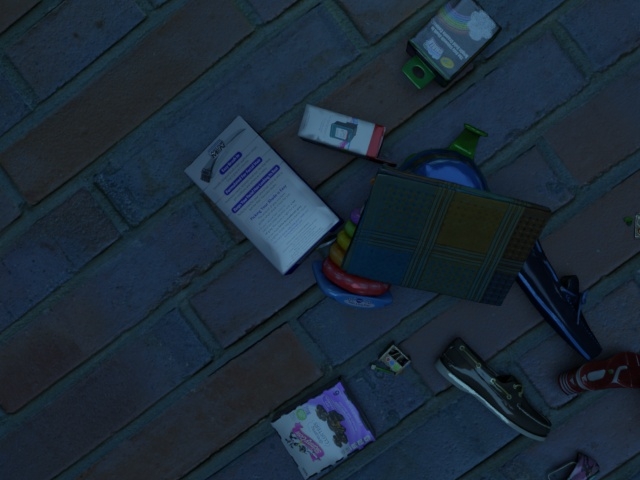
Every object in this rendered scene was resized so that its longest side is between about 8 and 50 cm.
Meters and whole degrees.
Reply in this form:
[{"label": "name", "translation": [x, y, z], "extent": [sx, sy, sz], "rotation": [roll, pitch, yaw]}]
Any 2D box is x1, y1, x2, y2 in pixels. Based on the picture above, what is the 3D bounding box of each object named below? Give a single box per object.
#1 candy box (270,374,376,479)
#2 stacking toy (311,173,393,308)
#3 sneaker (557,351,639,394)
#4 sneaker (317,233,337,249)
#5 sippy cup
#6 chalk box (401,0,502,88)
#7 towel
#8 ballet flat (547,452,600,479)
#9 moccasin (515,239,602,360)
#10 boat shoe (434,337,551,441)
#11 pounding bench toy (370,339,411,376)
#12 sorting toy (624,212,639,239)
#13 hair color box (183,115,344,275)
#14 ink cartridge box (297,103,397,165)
[{"label": "candy box", "translation": [0.007, 0.444, 1.787], "extent": [0.196, 0.070, 0.164], "rotation": [-32, 90, 5]}, {"label": "stacking toy", "translation": [0.108, -0.014, 1.655], "extent": [0.175, 0.165, 0.301], "rotation": [10, 113, -18]}, {"label": "sneaker", "translation": [0.640, 0.307, 1.732], "extent": [0.221, 0.128, 0.087], "rotation": [4, 73, -25]}, {"label": "sneaker", "translation": [0.000, 0.000, 1.784], "extent": [0.083, 0.031, 0.035], "rotation": [-23, 90, 6]}, {"label": "sippy cup", "translation": [0.267, -0.094, 1.661], "extent": [0.240, 0.224, 0.305], "rotation": [-9, 92, 5]}, {"label": "chalk box", "translation": [0.279, -0.434, 1.690], "extent": [0.213, 0.132, 0.132], "rotation": [-43, 90, 6]}, {"label": "towel", "translation": [0.251, -0.001, 1.546], "extent": [0.370, 0.040, 0.271], "rotation": [12, 126, -11]}, {"label": "ballet flat", "translation": [0.553, 0.585, 1.756], "extent": [0.079, 0.077, 0.221], "rotation": [42, 91, 20]}, {"label": "moccasin", "translation": [0.535, 0.112, 1.695], "extent": [0.117, 0.138, 0.342], "rotation": [-37, 90, 1]}, {"label": "boat shoe", "translation": [0.410, 0.343, 1.730], "extent": [0.305, 0.109, 0.091], "rotation": [36, 100, 6]}, {"label": "pounding bench toy", "translation": [0.166, 0.291, 1.775], "extent": [0.065, 0.052, 0.083], "rotation": [44, 96, 1]}, {"label": "sorting toy", "translation": [0.740, -0.032, 1.731], "extent": [0.083, 0.012, 0.062], "rotation": [2, 94, 4]}, {"label": "hair color box", "translation": [-0.128, -0.102, 1.740], "extent": [0.185, 0.110, 0.339], "rotation": [-44, 85, 5]}, {"label": "ink cartridge box", "translation": [0.072, -0.235, 1.714], "extent": [0.231, 0.134, 0.078], "rotation": [17, 94, 3]}]
